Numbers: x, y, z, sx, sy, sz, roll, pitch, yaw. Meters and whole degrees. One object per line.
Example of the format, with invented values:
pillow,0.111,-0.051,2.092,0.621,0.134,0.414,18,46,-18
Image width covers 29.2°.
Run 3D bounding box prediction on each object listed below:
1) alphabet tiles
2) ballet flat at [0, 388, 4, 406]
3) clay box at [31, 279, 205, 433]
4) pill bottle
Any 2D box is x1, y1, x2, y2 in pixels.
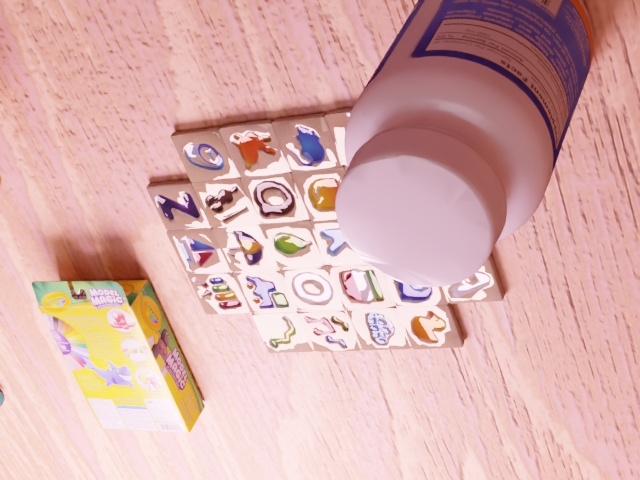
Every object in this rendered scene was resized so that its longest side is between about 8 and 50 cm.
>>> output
alphabet tiles,0.000,0.000,1.221,0.343,0.011,0.285,-4,125,28
ballet flat,-0.450,0.173,1.554,0.041,0.041,0.114,-30,110,39
clay box,-0.229,0.121,1.397,0.127,0.053,0.222,-1,125,26
pill bottle,0.107,-0.090,0.916,0.152,0.272,0.152,13,132,15
